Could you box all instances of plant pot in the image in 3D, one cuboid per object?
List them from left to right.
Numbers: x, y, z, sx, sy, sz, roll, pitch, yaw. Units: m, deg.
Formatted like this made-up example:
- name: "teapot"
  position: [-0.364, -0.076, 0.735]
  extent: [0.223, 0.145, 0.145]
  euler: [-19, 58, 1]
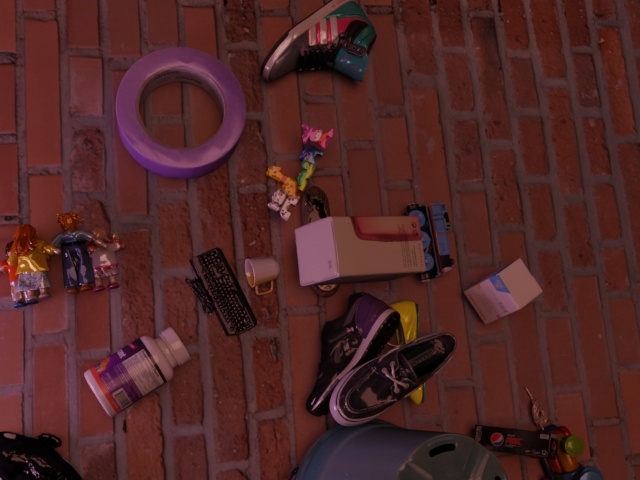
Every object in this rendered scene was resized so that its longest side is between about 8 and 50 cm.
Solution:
- name: "plant pot"
  position: [0.166, 0.500, 1.558]
  extent: [0.341, 0.334, 0.341]
  euler: [7, 72, -23]

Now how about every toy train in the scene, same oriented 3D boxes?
- name: "toy train"
  position: [0.244, 0.001, 1.846]
  extent: [0.105, 0.080, 0.184]
  euler: [-7, 80, -19]
- name: "toy train"
  position: [0.519, 0.437, 1.780]
  extent: [0.105, 0.143, 0.248]
  euler: [-19, 83, -16]

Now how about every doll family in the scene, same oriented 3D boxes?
- name: "doll family"
  position: [-0.527, 0.029, 1.651]
  extent: [0.263, 0.118, 0.163]
  euler: [-11, 81, -14]

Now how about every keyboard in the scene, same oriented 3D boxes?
- name: "keyboard"
  position: [-0.215, 0.115, 1.744]
  extent: [0.100, 0.038, 0.192]
  euler: [-27, 84, -16]

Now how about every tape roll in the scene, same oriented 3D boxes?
- name: "tape roll"
  position: [-0.302, -0.276, 1.778]
  extent: [0.275, 0.090, 0.274]
  euler: [2, 79, -11]

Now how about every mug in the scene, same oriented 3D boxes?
- name: "mug"
  position: [-0.125, 0.070, 1.769]
  extent: [0.064, 0.078, 0.062]
  euler: [-11, 49, -23]

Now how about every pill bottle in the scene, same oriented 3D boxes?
- name: "pill bottle"
  position: [-0.364, 0.258, 1.645]
  extent: [0.194, 0.108, 0.108]
  euler: [-32, 87, -17]

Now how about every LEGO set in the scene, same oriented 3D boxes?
- name: "LEGO set"
  position: [-0.064, -0.158, 1.810]
  extent: [0.093, 0.087, 0.227]
  euler: [28, 81, -2]

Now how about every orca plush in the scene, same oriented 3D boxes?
- name: "orca plush"
  position: [-0.536, 0.471, 1.567]
  extent: [0.151, 0.102, 0.287]
  euler: [-38, 88, -16]

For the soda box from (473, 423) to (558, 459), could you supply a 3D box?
- name: "soda box"
  position: [0.418, 0.431, 1.754]
  extent: [0.169, 0.060, 0.053]
  euler: [0, 75, 32]

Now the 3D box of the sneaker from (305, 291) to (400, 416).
- name: "sneaker"
  position: [0.044, 0.241, 1.759]
  extent: [0.124, 0.107, 0.283]
  euler: [34, 82, 29]

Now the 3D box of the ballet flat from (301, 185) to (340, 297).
- name: "ballet flat"
  position: [0.000, 0.000, 1.802]
  extent: [0.084, 0.058, 0.249]
  euler: [-4, 79, -12]

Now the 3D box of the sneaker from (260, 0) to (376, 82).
- name: "sneaker"
  position: [0.020, -0.418, 1.864]
  extent: [0.295, 0.124, 0.178]
  euler: [-42, 80, -18]

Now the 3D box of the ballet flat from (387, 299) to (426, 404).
- name: "ballet flat"
  position: [0.180, 0.243, 1.783]
  extent: [0.077, 0.077, 0.230]
  euler: [3, 71, -13]

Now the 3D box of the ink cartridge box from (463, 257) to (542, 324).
- name: "ink cartridge box"
  position: [0.401, 0.116, 1.829]
  extent: [0.090, 0.143, 0.092]
  euler: [-30, 86, -34]

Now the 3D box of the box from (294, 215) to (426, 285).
- name: "box"
  position: [0.084, 0.021, 1.732]
  extent: [0.232, 0.149, 0.126]
  euler: [-1, 80, -34]

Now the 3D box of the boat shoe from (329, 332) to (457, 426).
- name: "boat shoe"
  position: [0.155, 0.274, 1.661]
  extent: [0.301, 0.102, 0.108]
  euler: [-24, 79, -25]

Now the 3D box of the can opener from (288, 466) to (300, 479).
- name: "can opener"
  position: [0.006, 0.543, 1.695]
  extent: [0.186, 0.059, 0.073]
  euler: [47, 56, -6]
